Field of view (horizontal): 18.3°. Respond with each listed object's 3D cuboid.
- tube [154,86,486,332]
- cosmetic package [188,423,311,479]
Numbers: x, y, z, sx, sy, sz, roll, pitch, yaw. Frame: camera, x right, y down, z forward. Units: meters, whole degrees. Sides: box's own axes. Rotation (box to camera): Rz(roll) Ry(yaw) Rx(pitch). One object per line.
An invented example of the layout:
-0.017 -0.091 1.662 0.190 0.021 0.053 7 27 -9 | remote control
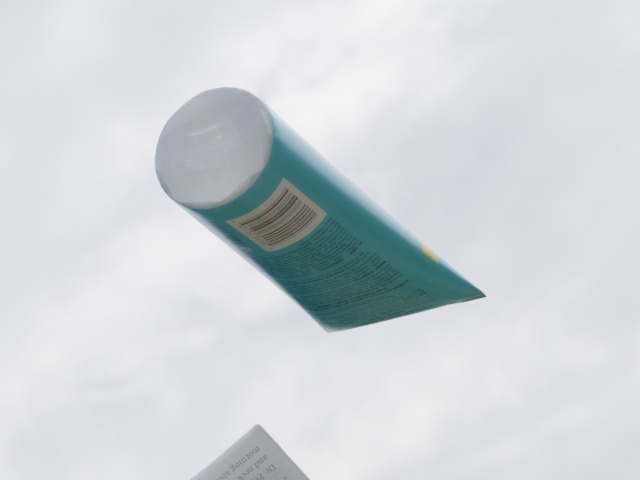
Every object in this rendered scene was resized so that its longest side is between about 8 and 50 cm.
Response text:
0.000 0.000 0.859 0.080 0.052 0.207 -9 -25 22 | tube
-0.044 0.251 1.314 0.151 0.183 0.151 -38 -12 -20 | cosmetic package
